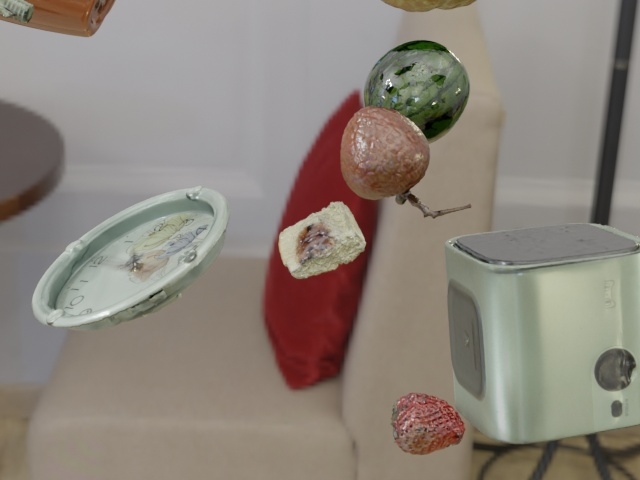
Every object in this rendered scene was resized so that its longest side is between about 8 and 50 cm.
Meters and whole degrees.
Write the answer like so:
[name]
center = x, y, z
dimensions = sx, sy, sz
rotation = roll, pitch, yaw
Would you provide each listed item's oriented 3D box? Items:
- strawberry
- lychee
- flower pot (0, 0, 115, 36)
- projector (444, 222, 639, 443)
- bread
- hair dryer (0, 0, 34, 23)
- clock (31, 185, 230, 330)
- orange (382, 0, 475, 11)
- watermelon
[strawberry]
center = 0.135, 0.235, 1.763
dimensions = 0.096, 0.083, 0.083
rotation = 14, 26, 4
[lychee]
center = 0.077, -0.082, 1.532
dimensions = 0.101, 0.140, 0.114
rotation = -2, -18, -41
[flower pot]
center = -0.314, -0.318, 1.560
dimensions = 0.173, 0.190, 0.190
rotation = 26, 27, 1
[projector]
center = 0.317, 0.120, 1.930
dimensions = 0.249, 0.249, 0.248
rotation = -8, 11, -12
[bread]
center = 0.000, 0.000, 1.390
dimensions = 0.083, 0.035, 0.070
rotation = -27, 39, 8
[hair dryer]
center = -0.347, -0.292, 1.215
dimensions = 0.225, 0.088, 0.219
rotation = 9, 56, -8
[clock]
center = -0.192, 0.030, 1.466
dimensions = 0.236, 0.053, 0.236
rotation = -24, 25, 12
[orange]
center = 0.161, -0.501, 2.054
dimensions = 0.329, 0.329, 0.249
rotation = -4, 15, -12
[watermelon]
center = 0.118, -0.187, 1.896
dimensions = 0.187, 0.140, 0.141
rotation = -45, 42, -12
